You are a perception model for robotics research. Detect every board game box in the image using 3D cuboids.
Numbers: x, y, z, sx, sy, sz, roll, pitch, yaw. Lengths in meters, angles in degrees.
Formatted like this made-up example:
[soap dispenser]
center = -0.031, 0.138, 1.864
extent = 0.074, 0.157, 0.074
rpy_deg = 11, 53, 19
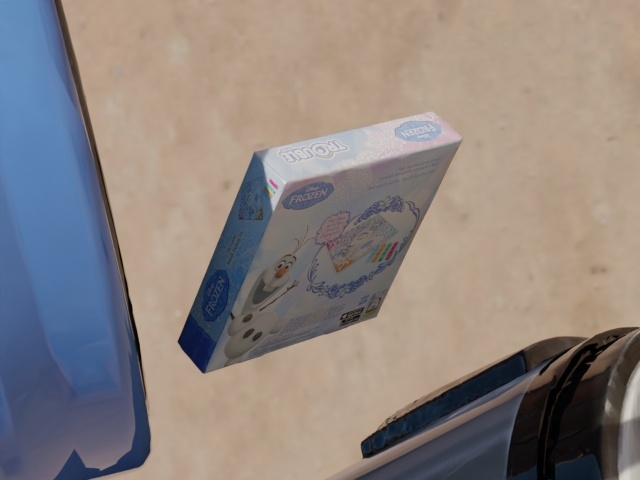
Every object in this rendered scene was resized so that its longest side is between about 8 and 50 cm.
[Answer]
[board game box]
center = 0.000, 0.000, 0.594
extent = 0.020, 0.090, 0.090
rpy_deg = 46, 130, 27

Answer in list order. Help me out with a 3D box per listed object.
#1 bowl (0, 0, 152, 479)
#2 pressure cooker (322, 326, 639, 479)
[bowl]
center = -0.139, -0.087, 0.601
extent = 0.391, 0.077, 0.391
rpy_deg = 166, 90, -80
[pressure cooker]
center = 0.188, 0.253, 1.018
extent = 0.420, 0.370, 0.375
rpy_deg = -33, 100, 36
